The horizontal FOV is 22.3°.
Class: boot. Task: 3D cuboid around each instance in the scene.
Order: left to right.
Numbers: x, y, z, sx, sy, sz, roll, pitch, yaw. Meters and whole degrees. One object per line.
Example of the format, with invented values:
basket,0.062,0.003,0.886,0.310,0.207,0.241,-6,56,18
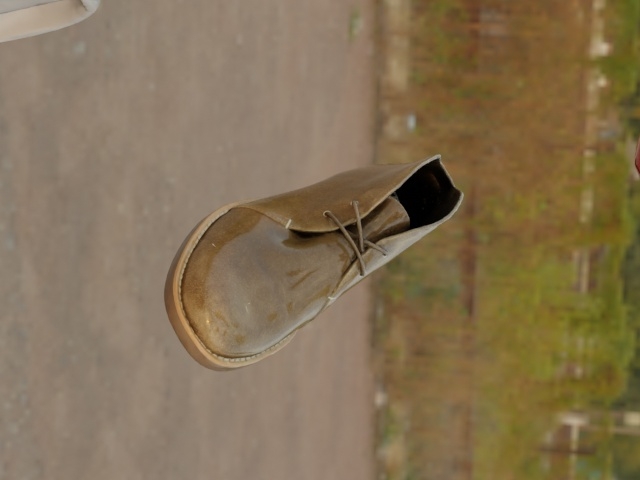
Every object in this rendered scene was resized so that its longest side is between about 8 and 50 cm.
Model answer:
boot,0.000,0.000,1.213,0.305,0.115,0.112,-33,98,-52

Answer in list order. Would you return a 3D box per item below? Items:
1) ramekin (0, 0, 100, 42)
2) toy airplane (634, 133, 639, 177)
ramekin,-0.261,-0.179,0.895,0.273,0.273,0.127,1,83,-80
toy airplane,0.370,-0.081,0.817,0.384,0.386,0.272,43,11,-38
